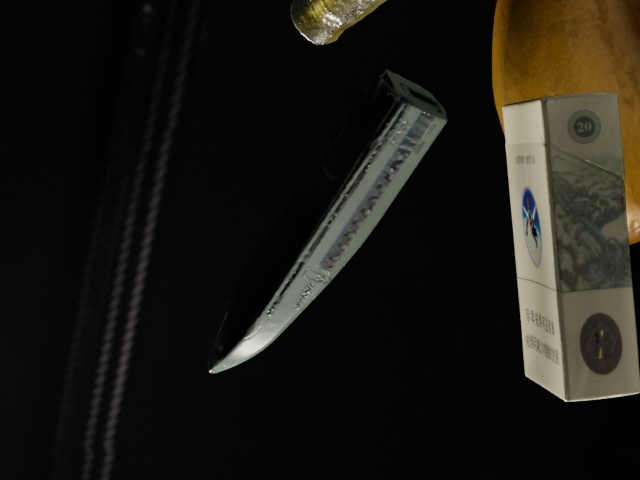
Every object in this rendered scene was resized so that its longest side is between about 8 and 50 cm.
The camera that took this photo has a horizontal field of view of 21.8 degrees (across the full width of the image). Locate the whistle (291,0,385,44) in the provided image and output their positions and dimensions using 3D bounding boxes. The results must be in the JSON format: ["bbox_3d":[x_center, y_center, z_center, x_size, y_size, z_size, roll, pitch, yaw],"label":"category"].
[{"bbox_3d":[0.085,-0.276,1.490,0.068,0.326,0.057,43,-132,-13],"label":"whistle"}]

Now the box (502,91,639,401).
[{"bbox_3d":[0.218,0.002,1.458,0.069,0.164,0.256,-5,-86,-5],"label":"box"}]

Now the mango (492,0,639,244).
[{"bbox_3d":[0.268,-0.161,1.694,0.187,0.144,0.359,-20,-77,1],"label":"mango"}]

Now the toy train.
[{"bbox_3d":[-0.001,0.000,1.152,0.048,0.055,0.252,22,-65,-29],"label":"toy train"}]
